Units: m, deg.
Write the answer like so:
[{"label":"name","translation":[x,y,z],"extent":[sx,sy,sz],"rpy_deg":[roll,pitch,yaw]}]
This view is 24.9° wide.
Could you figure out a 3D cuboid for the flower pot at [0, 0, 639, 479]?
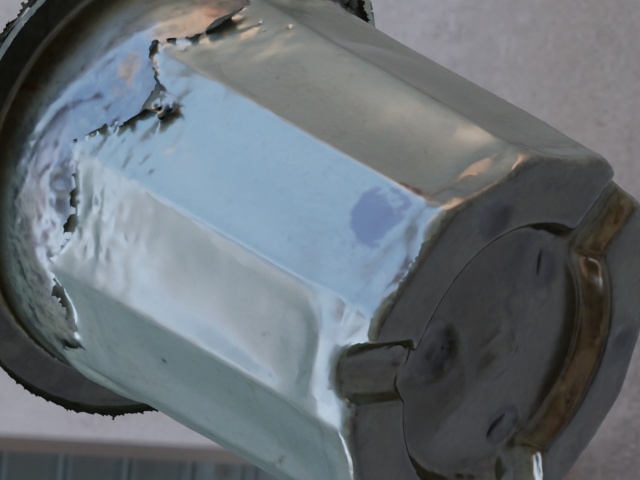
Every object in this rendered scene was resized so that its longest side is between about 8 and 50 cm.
[{"label":"flower pot","translation":[0.000,0.000,0.687],"extent":[0.259,0.290,0.290],"rpy_deg":[29,117,43]}]
